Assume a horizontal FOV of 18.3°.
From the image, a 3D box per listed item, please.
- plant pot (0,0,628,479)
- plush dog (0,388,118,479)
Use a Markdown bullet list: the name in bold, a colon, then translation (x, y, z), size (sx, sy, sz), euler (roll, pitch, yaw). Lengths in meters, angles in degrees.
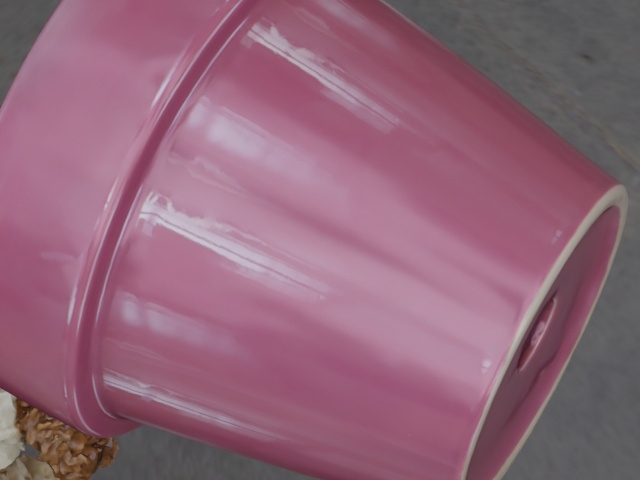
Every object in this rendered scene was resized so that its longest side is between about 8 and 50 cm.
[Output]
- **plant pot**: translation (0.000, 0.000, 0.700), size (0.180, 0.201, 0.201), euler (27, 97, 16)
- **plush dog**: translation (-0.241, 0.101, 1.117), size (0.262, 0.210, 0.225), euler (35, 119, 4)
